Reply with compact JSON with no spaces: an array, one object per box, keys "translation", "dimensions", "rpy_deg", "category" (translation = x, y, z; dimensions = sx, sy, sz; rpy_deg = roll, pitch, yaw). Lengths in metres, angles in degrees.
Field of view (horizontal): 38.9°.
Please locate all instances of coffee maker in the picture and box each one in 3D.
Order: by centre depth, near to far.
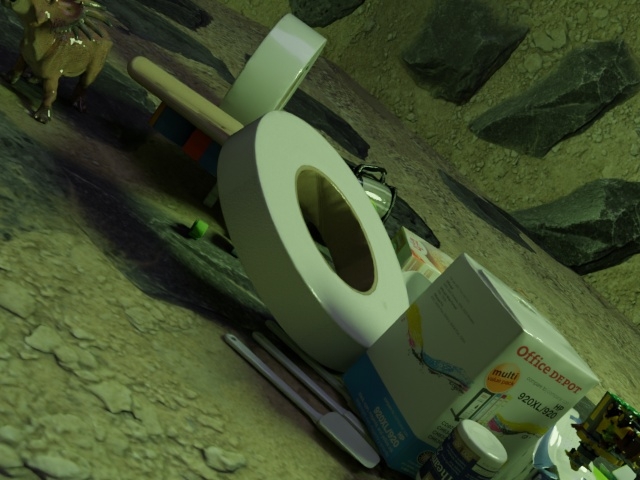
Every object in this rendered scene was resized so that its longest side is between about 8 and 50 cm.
[{"translation":[0.041,-0.103,1.893],"dimensions":[0.178,0.120,0.171],"rpy_deg":[25,-25,-32],"category":"coffee maker"}]

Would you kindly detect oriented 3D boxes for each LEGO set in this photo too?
[{"translation":[0.400,0.345,1.021],"dimensions":[0.331,0.192,0.255],"rpy_deg":[34,6,-14],"category":"LEGO set"}]

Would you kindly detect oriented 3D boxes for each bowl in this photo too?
[{"translation":[0.137,0.123,1.467],"dimensions":[0.142,0.053,0.142],"rpy_deg":[-16,46,-29],"category":"bowl"}]

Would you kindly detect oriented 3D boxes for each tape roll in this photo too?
[{"translation":[0.000,0.000,1.294],"dimensions":[0.392,0.072,0.392],"rpy_deg":[48,26,-32],"category":"tape roll"},{"translation":[-0.106,-0.333,1.894],"dimensions":[0.100,0.286,0.286],"rpy_deg":[35,16,-4],"category":"tape roll"}]

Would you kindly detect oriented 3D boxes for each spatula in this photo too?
[{"translation":[-0.006,0.184,1.129],"dimensions":[0.242,0.019,0.168],"rpy_deg":[41,17,15],"category":"spatula"}]

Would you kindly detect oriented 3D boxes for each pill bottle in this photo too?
[{"translation":[0.151,0.268,1.031],"dimensions":[0.067,0.120,0.067],"rpy_deg":[33,16,-11],"category":"pill bottle"}]

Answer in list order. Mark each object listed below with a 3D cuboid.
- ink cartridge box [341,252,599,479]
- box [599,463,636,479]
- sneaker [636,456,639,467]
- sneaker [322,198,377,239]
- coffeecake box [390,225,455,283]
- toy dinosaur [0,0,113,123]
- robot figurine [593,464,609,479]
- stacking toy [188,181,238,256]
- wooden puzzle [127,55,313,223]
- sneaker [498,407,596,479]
[{"translation":[0.184,0.173,1.135],"dimensions":[0.171,0.233,0.168],"rpy_deg":[33,15,-34],"category":"ink cartridge box"},{"translation":[0.483,0.418,1.342],"dimensions":[0.178,0.042,0.109],"rpy_deg":[-126,-159,-47],"category":"box"},{"translation":[0.720,0.463,1.624],"dimensions":[0.385,0.147,0.145],"rpy_deg":[45,20,32],"category":"sneaker"},{"translation":[0.048,-0.022,1.716],"dimensions":[0.295,0.109,0.123],"rpy_deg":[10,65,-75],"category":"sneaker"},{"translation":[0.215,0.070,1.674],"dimensions":[0.185,0.068,0.142],"rpy_deg":[31,18,-14],"category":"coffeecake box"},{"translation":[-0.380,-0.301,1.384],"dimensions":[0.127,0.200,0.296],"rpy_deg":[37,15,2],"category":"toy dinosaur"},{"translation":[0.396,0.370,1.352],"dimensions":[0.115,0.067,0.101],"rpy_deg":[46,18,30],"category":"robot figurine"},{"translation":[-0.110,-0.011,1.401],"dimensions":[0.167,0.052,0.221],"rpy_deg":[34,17,-9],"category":"stacking toy"},{"translation":[-0.147,-0.140,1.503],"dimensions":[0.348,0.080,0.322],"rpy_deg":[44,9,37],"category":"wooden puzzle"},{"translation":[0.323,0.357,1.174],"dimensions":[0.182,0.127,0.315],"rpy_deg":[42,23,5],"category":"sneaker"}]
